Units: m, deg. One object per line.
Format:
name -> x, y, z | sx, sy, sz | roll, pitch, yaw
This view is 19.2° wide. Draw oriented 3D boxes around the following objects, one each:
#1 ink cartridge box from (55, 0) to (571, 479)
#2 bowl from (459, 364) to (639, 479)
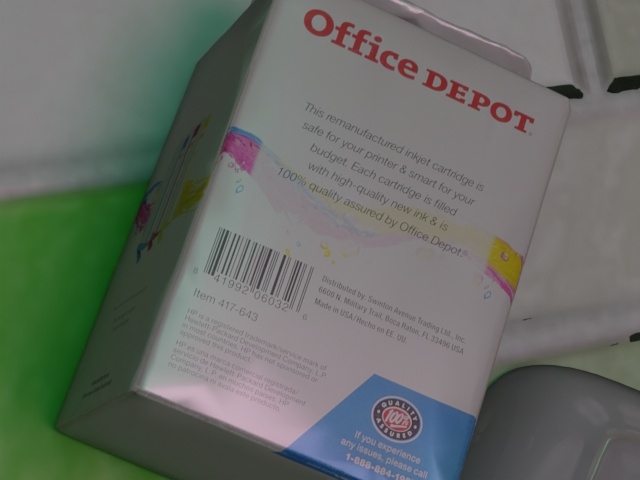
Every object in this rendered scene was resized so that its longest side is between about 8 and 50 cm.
ink cartridge box -> 0.000, 0.000, 0.535 | 0.092, 0.090, 0.143 | 25, 70, -14
bowl -> 0.098, 0.115, 0.568 | 0.142, 0.053, 0.142 | 26, 70, -12
